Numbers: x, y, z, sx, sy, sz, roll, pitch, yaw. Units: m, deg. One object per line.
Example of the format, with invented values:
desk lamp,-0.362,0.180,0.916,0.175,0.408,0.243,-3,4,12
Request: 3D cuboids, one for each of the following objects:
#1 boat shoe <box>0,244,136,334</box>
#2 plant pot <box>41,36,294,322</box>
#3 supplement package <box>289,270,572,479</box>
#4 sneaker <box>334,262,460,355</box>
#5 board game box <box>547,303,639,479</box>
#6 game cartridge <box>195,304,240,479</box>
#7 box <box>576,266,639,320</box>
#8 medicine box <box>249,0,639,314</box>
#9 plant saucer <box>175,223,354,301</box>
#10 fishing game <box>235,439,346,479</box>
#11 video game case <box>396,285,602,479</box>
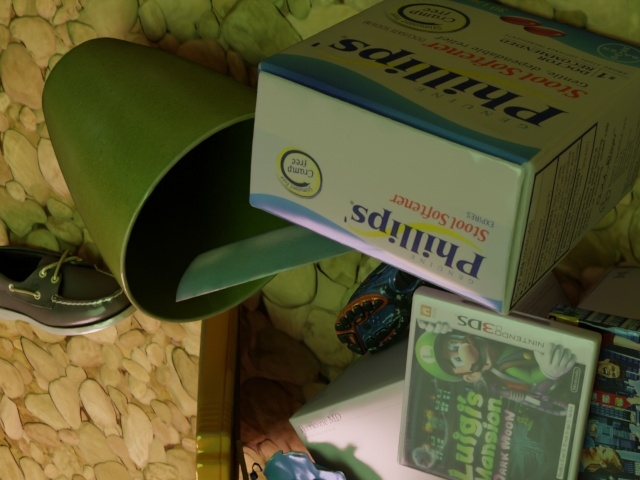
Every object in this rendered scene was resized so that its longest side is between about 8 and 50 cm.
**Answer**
boat shoe,-0.375,0.062,1.685,0.305,0.109,0.091,5,121,40
plant pot,-0.186,-0.102,1.373,0.293,0.274,0.275,42,134,33
supplement package,0.139,0.172,1.285,0.261,0.204,0.145,-27,95,44
sneaker,0.104,0.036,1.324,0.221,0.087,0.083,-33,114,27
board game box,0.305,0.155,1.080,0.194,0.060,0.194,11,120,31
game cartridge,-0.123,0.256,1.478,0.052,0.324,0.285,0,121,-4
box,0.357,0.187,1.183,0.148,0.121,0.311,-2,112,38
medicine box,0.125,-0.099,1.086,0.263,0.289,0.149,23,126,26
plant saucer,0.000,0.000,1.230,0.317,0.317,0.044,-18,89,42
fishing game,0.002,0.312,1.312,0.264,0.041,0.189,23,133,35
video game case,0.159,0.149,1.106,0.173,0.022,0.191,15,117,23
